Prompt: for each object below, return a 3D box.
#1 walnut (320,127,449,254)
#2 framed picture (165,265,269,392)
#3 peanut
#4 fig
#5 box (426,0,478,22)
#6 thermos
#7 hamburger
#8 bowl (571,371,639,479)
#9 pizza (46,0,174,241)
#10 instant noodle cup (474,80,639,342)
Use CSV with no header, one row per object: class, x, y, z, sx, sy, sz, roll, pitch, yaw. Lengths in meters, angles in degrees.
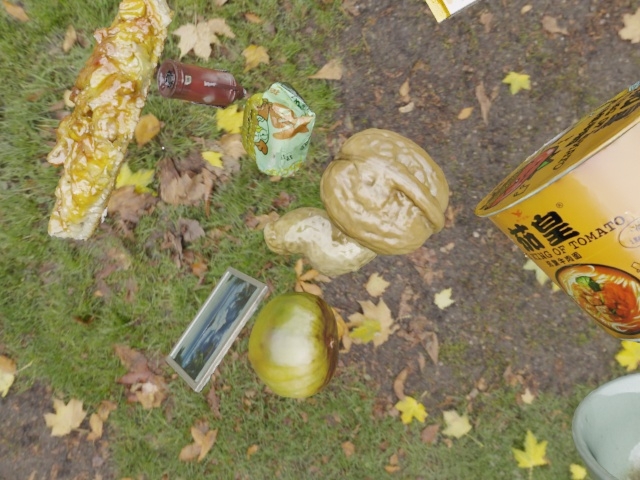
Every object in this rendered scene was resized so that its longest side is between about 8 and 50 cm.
walnut,0.129,-0.089,1.135,0.257,0.257,0.224,38,80,-17
framed picture,-0.276,0.224,1.528,0.024,0.232,0.315,42,76,-33
peanut,0.000,0.000,1.265,0.253,0.122,0.137,22,86,13
fig,-0.032,0.137,0.752,0.121,0.136,0.153,18,130,2
box,0.356,-0.625,1.352,0.247,0.033,0.129,-31,93,-1
thermos,-0.283,-0.390,1.464,0.232,0.124,0.099,-1,99,-44
hamburger,-0.125,-0.276,1.413,0.235,0.214,0.125,44,40,17
bowl,0.461,0.288,0.690,0.289,0.289,0.146,-15,107,-12
pizza,-0.254,-0.151,0.679,0.086,0.226,0.335,21,95,-22
instant noodle cup,0.274,-0.026,0.513,0.216,0.216,0.172,-39,90,-6
